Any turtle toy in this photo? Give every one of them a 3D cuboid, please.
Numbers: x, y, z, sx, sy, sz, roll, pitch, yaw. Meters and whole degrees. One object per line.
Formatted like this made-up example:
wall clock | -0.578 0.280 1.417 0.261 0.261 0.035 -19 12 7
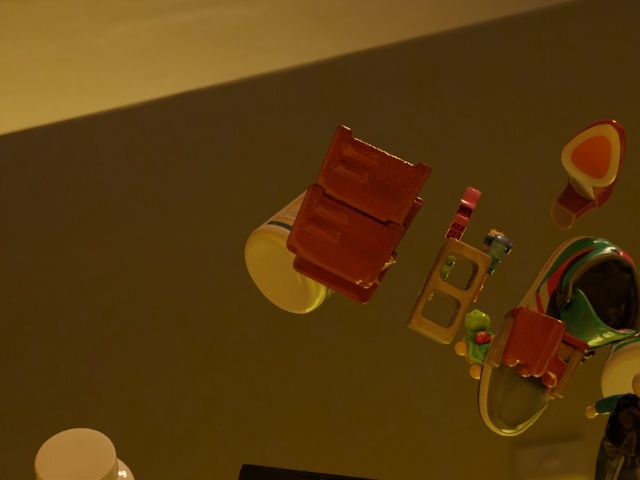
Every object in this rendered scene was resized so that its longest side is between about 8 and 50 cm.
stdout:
turtle toy | 0.280 0.179 2.062 0.095 0.066 0.130 8 -136 -50

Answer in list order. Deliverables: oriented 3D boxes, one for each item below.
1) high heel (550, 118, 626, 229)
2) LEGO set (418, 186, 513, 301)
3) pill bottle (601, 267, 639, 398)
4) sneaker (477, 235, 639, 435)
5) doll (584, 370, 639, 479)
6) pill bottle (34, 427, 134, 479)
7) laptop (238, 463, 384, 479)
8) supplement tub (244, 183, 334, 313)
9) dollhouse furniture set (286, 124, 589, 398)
high heel | 0.386 -0.111 1.650 0.117 0.082 0.244 -42 -23 -23
LEGO set | 0.208 0.007 1.643 0.227 0.087 0.093 107 -171 -62
pill bottle | 0.585 0.129 1.926 0.361 0.204 0.204 -56 -44 -43
sneaker | 0.319 0.125 1.556 0.295 0.124 0.178 -61 10 -7
doll | 0.380 0.244 1.511 0.046 0.129 0.189 -6 -61 -37
pill bottle | -0.334 0.401 1.752 0.152 0.152 0.272 -82 -6 -50
laptop | -0.039 0.419 1.785 0.136 0.234 0.264 85 -165 -46
supplement tub | 0.000 0.000 1.805 0.199 0.144 0.144 -39 -57 -37
dollhouse furniture set | 0.153 0.033 1.409 0.152 0.374 0.201 -63 -3 -7
